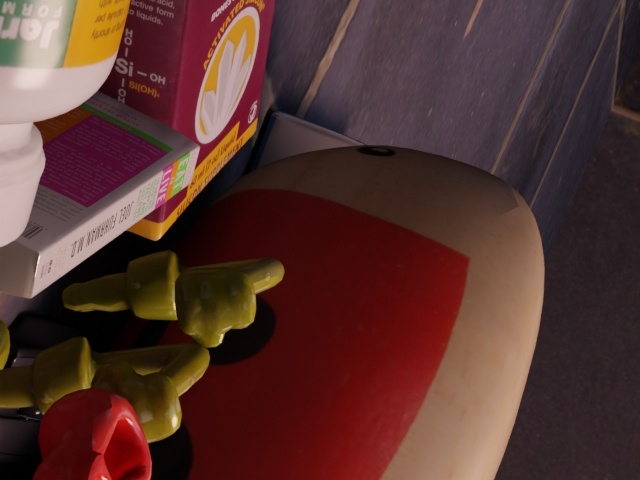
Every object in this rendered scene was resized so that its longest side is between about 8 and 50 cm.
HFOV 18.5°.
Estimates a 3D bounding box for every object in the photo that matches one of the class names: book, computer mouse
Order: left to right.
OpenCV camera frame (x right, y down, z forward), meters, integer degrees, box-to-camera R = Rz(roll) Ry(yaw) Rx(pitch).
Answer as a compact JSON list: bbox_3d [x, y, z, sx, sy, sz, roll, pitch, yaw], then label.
[{"bbox_3d":[-0.149,0.077,0.904,0.242,0.041,0.071,-7,119,-75],"label":"computer mouse"},{"bbox_3d":[-0.116,-0.027,0.745,0.144,0.096,0.035,-41,150,-64],"label":"book"}]

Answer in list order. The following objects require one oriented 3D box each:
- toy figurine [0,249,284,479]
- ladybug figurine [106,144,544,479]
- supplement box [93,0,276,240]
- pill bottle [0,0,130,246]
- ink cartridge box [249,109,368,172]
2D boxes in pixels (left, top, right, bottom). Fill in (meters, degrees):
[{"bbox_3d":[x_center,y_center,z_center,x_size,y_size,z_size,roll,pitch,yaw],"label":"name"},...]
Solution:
[{"bbox_3d":[-0.159,-0.017,0.406,0.362,0.191,0.217,-49,121,-65],"label":"toy figurine"},{"bbox_3d":[-0.043,0.127,1.022,0.305,0.162,0.449,-27,-147,57],"label":"ladybug figurine"},{"bbox_3d":[-0.071,-0.110,0.833,0.104,0.080,0.188,-53,160,-50],"label":"supplement box"},{"bbox_3d":[-0.109,-0.108,0.597,0.117,0.117,0.208,-37,147,-67],"label":"pill bottle"},{"bbox_3d":[0.000,0.000,1.306,0.190,0.082,0.140,13,98,-76],"label":"ink cartridge box"}]
